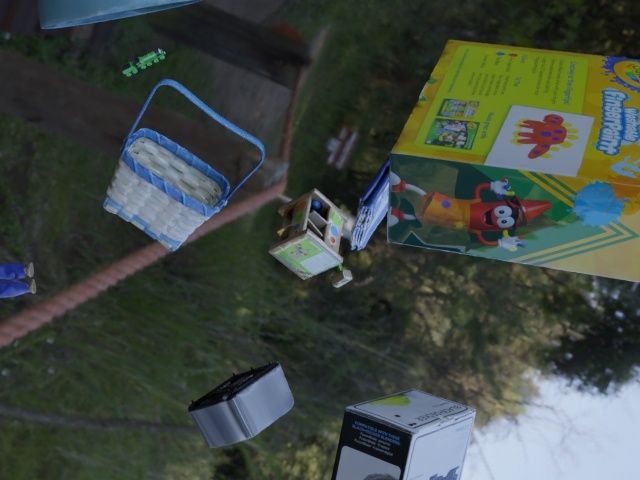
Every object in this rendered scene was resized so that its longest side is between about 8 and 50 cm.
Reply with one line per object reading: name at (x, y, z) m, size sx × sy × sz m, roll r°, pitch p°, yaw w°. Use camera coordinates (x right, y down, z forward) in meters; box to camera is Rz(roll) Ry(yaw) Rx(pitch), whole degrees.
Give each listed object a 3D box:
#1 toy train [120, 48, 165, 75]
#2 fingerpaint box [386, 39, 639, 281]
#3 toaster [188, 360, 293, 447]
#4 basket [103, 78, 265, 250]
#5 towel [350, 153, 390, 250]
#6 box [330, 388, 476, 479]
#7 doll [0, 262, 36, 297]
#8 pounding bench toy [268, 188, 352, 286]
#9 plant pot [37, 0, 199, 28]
toy train at (-0.310, -0.313, 1.600) m, size 0.083 × 0.017 × 0.024 m, roll -26°, pitch 159°, yaw 8°
fingerpaint box at (0.332, -0.142, 1.413) m, size 0.445 × 0.371 × 0.163 m, roll -62°, pitch 157°, yaw -54°
toaster at (-0.171, 0.348, 1.933) m, size 0.168 × 0.110 × 0.186 m, roll -25°, pitch -177°, yaw 43°
basket at (-0.288, -0.150, 1.840) m, size 0.289 × 0.255 × 0.201 m, roll -47°, pitch -166°, yaw 26°
towel at (0.129, -0.101, 1.802) m, size 0.209 × 0.034 × 0.285 m, roll -56°, pitch 172°, yaw -16°
box at (0.076, 0.323, 1.027) m, size 0.169 × 0.087 × 0.290 m, roll -1°, pitch 104°, yaw -58°
doll at (-0.685, 0.092, 1.877) m, size 0.046 × 0.189 × 0.129 m, roll -111°, pitch -162°, yaw -70°
pounding bench toy at (0.000, 0.000, 0.903) m, size 0.052 × 0.083 × 0.065 m, roll -25°, pitch -142°, yaw 35°
plant pot at (-0.372, -0.498, 1.622) m, size 0.290 × 0.290 × 0.195 m, roll -69°, pitch 149°, yaw -75°
